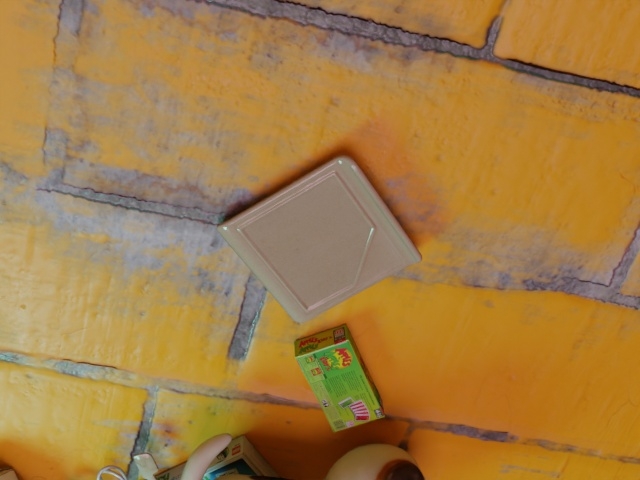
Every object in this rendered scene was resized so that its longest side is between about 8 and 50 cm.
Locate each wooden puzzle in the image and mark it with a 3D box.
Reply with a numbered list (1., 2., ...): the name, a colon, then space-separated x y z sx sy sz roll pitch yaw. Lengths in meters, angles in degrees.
1. wooden puzzle: 0.000 0.000 1.390 0.239 0.044 0.221 -27 121 18

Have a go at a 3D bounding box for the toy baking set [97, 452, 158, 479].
1. toy baking set: -0.338 0.478 1.614 0.256 0.030 0.197 -41 113 19

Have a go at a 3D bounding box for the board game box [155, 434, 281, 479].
1. board game box: -0.214 0.485 1.675 0.305 0.053 0.193 -27 120 13

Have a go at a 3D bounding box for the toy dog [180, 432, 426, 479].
1. toy dog: -0.010 0.479 1.545 0.408 0.284 0.395 -18 80 -11

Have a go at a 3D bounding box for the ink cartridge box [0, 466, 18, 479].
1. ink cartridge box: -0.606 0.512 1.605 0.218 0.092 0.158 -29 84 15

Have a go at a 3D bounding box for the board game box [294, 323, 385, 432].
1. board game box: 0.032 0.230 1.534 0.092 0.043 0.181 -20 122 8
